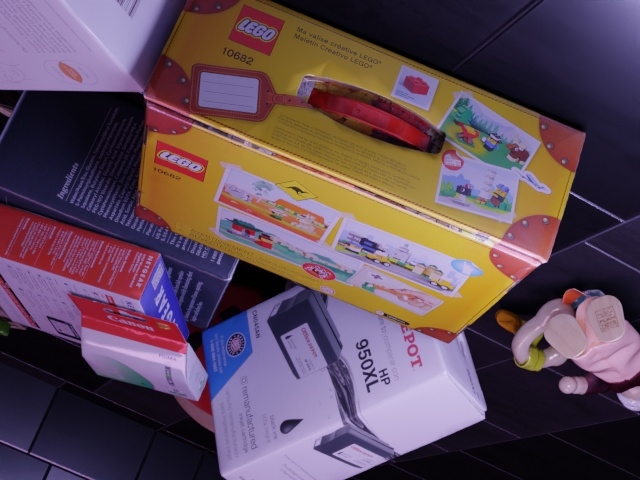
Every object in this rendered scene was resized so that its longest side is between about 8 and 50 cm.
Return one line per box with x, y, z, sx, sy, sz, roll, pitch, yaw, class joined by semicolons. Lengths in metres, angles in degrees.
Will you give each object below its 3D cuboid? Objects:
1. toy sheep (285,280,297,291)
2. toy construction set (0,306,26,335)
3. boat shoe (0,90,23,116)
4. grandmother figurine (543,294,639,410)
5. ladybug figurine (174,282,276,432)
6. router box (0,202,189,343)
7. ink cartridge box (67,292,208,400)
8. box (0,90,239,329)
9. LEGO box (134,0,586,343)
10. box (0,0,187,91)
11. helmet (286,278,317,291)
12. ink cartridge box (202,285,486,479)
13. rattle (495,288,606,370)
-0.017;0.086;2.015;0.091;0.091;0.132;33;136;-27;toy sheep
-0.564;0.082;2.269;0.257;0.237;0.309;24;157;-7;toy construction set
-0.520;-0.242;1.760;0.152;0.056;0.049;24;154;-32;boat shoe
0.480;0.189;1.782;0.208;0.104;0.342;-18;149;22;grandmother figurine
-0.133;0.217;2.124;0.449;0.305;0.162;33;144;41;ladybug figurine
-0.378;0.079;1.764;0.301;0.082;0.335;17;157;8;router box
-0.281;0.167;1.706;0.181;0.056;0.224;13;158;13;ink cartridge box
-0.307;-0.055;1.785;0.395;0.212;0.293;22;157;-5;box
0.024;-0.083;1.464;0.500;0.193;0.372;22;157;-3;LEGO box
-0.363;-0.305;1.334;0.345;0.168;0.215;5;153;31;box
0.000;0.000;1.717;0.169;0.169;0.161;3;161;37;helmet
0.029;0.209;1.790;0.395;0.285;0.166;-27;138;15;ink cartridge box
0.367;0.104;1.805;0.130;0.142;0.199;5;132;-4;rattle
